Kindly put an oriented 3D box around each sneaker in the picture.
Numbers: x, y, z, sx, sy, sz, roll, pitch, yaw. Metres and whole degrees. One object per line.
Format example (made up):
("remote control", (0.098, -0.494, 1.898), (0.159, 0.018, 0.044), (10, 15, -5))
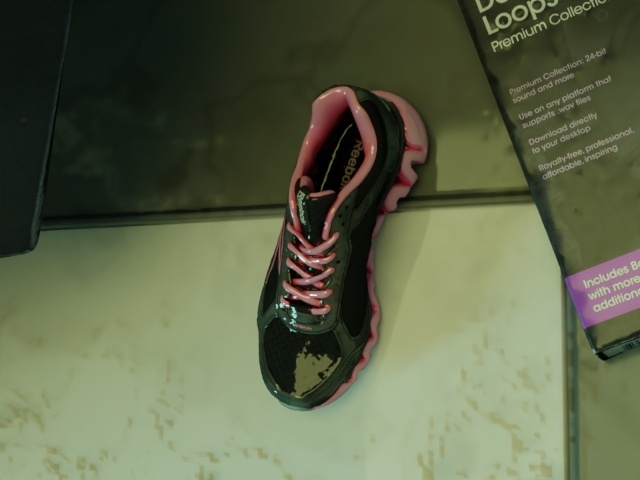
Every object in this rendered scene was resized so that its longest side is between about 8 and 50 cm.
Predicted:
("sneaker", (0.000, 0.000, 0.405), (0.047, 0.057, 0.119), (13, 86, 19))

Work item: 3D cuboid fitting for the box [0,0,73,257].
("box", (-0.260, -0.133, 0.345), (0.296, 0.294, 0.183), (54, 138, 34))

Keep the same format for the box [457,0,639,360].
("box", (0.117, -0.056, 0.388), (0.116, 0.029, 0.162), (-23, 72, 15))
